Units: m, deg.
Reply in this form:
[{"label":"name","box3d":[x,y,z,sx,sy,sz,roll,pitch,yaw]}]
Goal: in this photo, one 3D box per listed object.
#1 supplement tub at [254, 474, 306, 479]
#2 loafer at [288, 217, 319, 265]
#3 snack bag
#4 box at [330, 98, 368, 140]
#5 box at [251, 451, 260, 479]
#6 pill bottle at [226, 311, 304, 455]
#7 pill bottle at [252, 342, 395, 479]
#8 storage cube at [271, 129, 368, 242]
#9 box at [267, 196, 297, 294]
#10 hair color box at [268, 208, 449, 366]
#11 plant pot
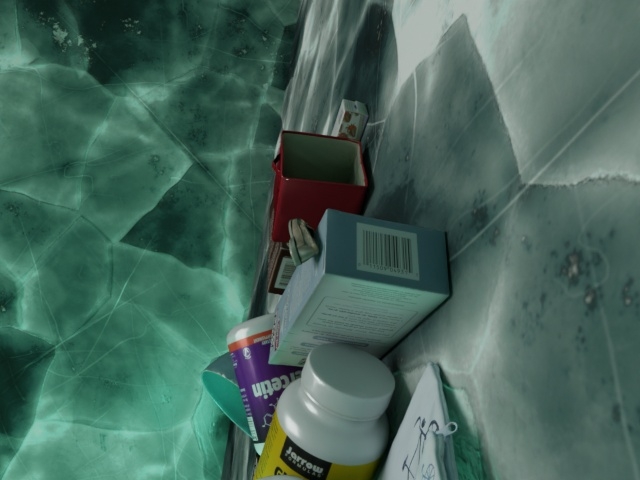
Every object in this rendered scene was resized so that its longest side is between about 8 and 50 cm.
[{"label":"supplement tub","box3d":[-0.040,0.510,0.787,0.193,0.193,0.316,-121,14,-72]},{"label":"loafer","box3d":[-0.022,-0.001,0.817,0.125,0.039,0.045,-96,-12,-67]},{"label":"snack bag","box3d":[0.099,0.354,0.699,0.342,0.037,0.323,-78,3,-65]},{"label":"box","box3d":[0.043,-0.204,1.469,0.067,0.063,0.324,-93,18,-50]},{"label":"box","box3d":[-0.152,0.765,1.579,0.257,0.079,0.322,179,100,-79]},{"label":"pill bottle","box3d":[-0.068,0.313,1.161,0.181,0.181,0.323,131,123,-67]},{"label":"pill bottle","box3d":[0.001,0.345,0.927,0.188,0.187,0.334,-109,34,-66]},{"label":"storage cube","box3d":[-0.012,-0.117,1.321,0.184,0.214,0.193,-94,12,-46]},{"label":"box","box3d":[-0.076,-0.033,1.710,0.381,0.143,0.191,-95,19,-45]},{"label":"hair color box","box3d":[0.043,0.106,0.938,0.374,0.185,0.114,118,159,-55]},{"label":"plant pot","box3d":[-0.119,0.353,1.396,0.195,0.290,0.290,-45,-7,-31]}]
